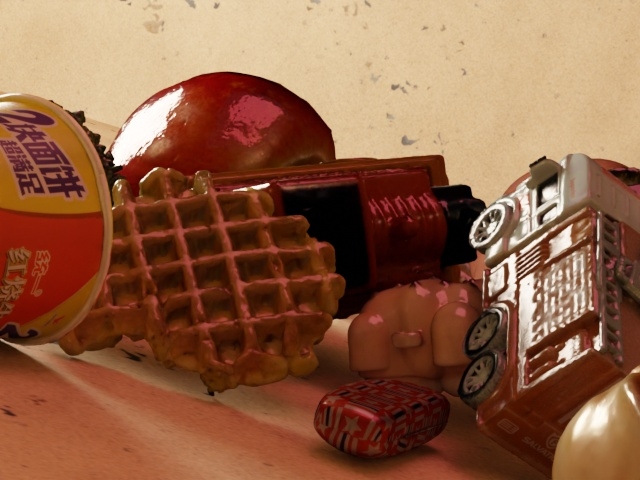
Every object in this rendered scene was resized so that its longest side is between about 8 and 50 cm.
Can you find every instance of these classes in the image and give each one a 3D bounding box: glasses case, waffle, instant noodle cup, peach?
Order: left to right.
[{"bbox_3d":[-0.296,-0.010,1.439,0.213,0.213,0.174,20,17,35],"label":"instant noodle cup"},{"bbox_3d":[-0.109,0.042,1.577,0.253,0.056,0.249,37,56,23],"label":"waffle"},{"bbox_3d":[-0.131,-0.059,2.032,0.275,0.248,0.245,3,15,38],"label":"peach"},{"bbox_3d":[0.048,0.148,1.503,0.073,0.049,0.194,17,6,20],"label":"glasses case"}]

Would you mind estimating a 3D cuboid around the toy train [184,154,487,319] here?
[{"bbox_3d":[0.000,0.000,1.807,0.369,0.163,0.232,-6,0,-32],"label":"toy train"}]

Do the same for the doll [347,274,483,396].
[{"bbox_3d":[0.141,0.089,1.763,0.154,0.119,0.278,-6,0,38],"label":"doll"}]

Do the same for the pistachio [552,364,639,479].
[{"bbox_3d":[0.280,0.168,1.173,0.238,0.229,0.321,50,0,-26],"label":"pistachio"}]

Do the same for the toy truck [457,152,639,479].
[{"bbox_3d":[0.225,0.055,1.605,0.136,0.162,0.305,35,36,-21],"label":"toy truck"}]

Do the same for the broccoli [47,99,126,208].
[{"bbox_3d":[-0.330,-0.024,1.887,0.198,0.177,0.275,-36,11,-39],"label":"broccoli"}]

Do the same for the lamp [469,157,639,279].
[{"bbox_3d":[0.322,0.031,2.084,0.305,0.239,0.305,6,50,-7],"label":"lamp"}]

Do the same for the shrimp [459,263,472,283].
[{"bbox_3d":[0.189,0.074,2.244,0.446,0.110,0.221,23,11,-12],"label":"shrimp"}]
